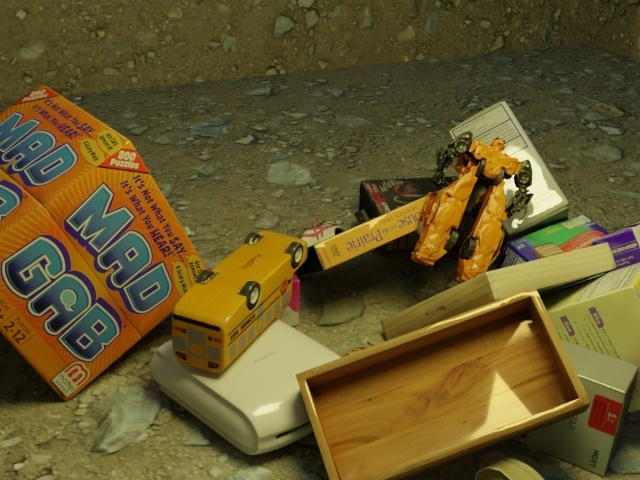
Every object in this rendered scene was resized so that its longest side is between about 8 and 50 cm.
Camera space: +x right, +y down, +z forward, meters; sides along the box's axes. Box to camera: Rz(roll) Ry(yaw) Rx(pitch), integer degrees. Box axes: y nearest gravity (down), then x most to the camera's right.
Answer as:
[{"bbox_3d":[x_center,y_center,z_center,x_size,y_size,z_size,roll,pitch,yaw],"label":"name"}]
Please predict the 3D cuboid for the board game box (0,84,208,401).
[{"bbox_3d":[-0.495,-0.004,1.578,0.356,0.356,0.356,-41,45,-18],"label":"board game box"}]

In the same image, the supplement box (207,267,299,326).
[{"bbox_3d":[-0.162,0.121,1.749,0.220,0.111,0.114,-7,29,-20],"label":"supplement box"}]

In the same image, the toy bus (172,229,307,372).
[{"bbox_3d":[-0.136,0.097,1.547,0.108,0.130,0.332,12,27,20],"label":"toy bus"}]

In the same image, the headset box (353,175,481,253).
[{"bbox_3d":[0.234,-0.067,2.141,0.293,0.110,0.218,-3,28,-12],"label":"headset box"}]

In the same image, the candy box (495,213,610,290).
[{"bbox_3d":[0.567,0.103,1.773,0.268,0.122,0.317,-18,49,-35],"label":"candy box"}]

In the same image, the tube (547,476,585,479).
[{"bbox_3d":[0.462,0.408,1.332,0.207,0.052,0.080,3,17,14],"label":"tube"}]

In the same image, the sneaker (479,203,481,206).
[{"bbox_3d":[0.450,-0.104,2.214,0.107,0.124,0.283,-15,32,-30],"label":"sneaker"}]

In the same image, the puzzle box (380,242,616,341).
[{"bbox_3d":[0.320,0.106,1.609,0.272,0.052,0.409,-12,-11,-25],"label":"puzzle box"}]

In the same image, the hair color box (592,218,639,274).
[{"bbox_3d":[0.662,0.120,1.596,0.185,0.339,0.110,-19,-6,-35],"label":"hair color box"}]

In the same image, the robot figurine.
[{"bbox_3d":[0.296,-0.069,1.680,0.211,0.291,0.085,25,-9,-8],"label":"robot figurine"}]

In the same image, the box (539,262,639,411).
[{"bbox_3d":[0.496,0.180,1.474,0.243,0.214,0.117,-26,5,41],"label":"box"}]

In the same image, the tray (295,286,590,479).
[{"bbox_3d":[0.188,0.244,1.350,0.410,0.076,0.203,-20,64,-1],"label":"tray"}]

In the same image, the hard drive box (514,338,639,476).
[{"bbox_3d":[0.399,0.265,1.450,0.232,0.181,0.089,18,32,28],"label":"hard drive box"}]

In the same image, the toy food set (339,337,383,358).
[{"bbox_3d":[0.098,0.235,1.632,0.132,0.039,0.192,18,31,27],"label":"toy food set"}]

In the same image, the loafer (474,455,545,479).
[{"bbox_3d":[0.304,0.417,1.237,0.092,0.102,0.268,-6,29,-28],"label":"loafer"}]

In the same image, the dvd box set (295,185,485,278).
[{"bbox_3d":[0.154,-0.032,1.847,0.420,0.062,0.307,-23,0,-13],"label":"dvd box set"}]

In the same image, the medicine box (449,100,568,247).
[{"bbox_3d":[0.439,-0.131,1.975,0.149,0.263,0.289,-28,71,7],"label":"medicine box"}]

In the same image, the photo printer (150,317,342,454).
[{"bbox_3d":[-0.113,0.247,1.519,0.256,0.107,0.307,-23,37,-40],"label":"photo printer"}]

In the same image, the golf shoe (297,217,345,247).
[{"bbox_3d":[0.000,0.000,2.040,0.086,0.067,0.186,15,30,20],"label":"golf shoe"}]
